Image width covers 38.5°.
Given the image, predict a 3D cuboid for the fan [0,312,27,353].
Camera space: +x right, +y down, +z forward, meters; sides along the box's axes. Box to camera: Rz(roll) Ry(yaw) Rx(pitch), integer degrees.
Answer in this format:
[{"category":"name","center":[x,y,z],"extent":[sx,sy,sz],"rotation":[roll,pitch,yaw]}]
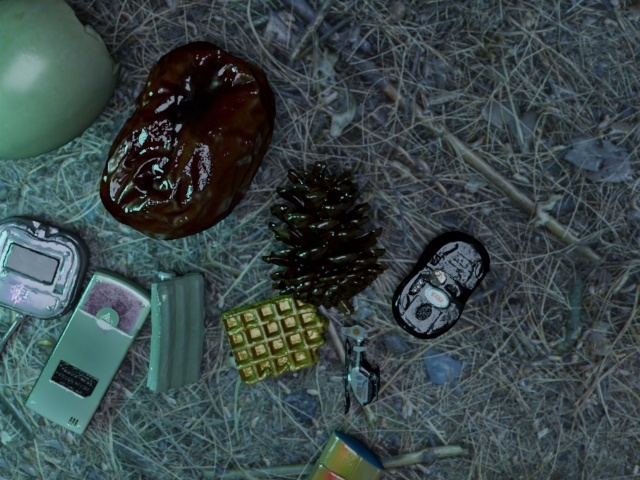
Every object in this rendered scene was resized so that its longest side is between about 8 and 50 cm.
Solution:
[{"category":"fan","center":[-0.704,0.255,1.927],"extent":[0.057,0.023,0.282],"rotation":[37,99,3]}]

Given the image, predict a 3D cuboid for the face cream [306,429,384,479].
[{"category":"face cream","center":[0.025,0.551,1.952],"extent":[0.139,0.067,0.285],"rotation":[26,100,-7]}]

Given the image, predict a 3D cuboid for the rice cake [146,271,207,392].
[{"category":"rice cake","center":[-0.292,0.187,1.872],"extent":[0.043,0.127,0.237],"rotation":[16,108,43]}]

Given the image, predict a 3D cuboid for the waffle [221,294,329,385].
[{"category":"waffle","center":[-0.082,0.198,1.894],"extent":[0.210,0.055,0.161],"rotation":[-15,99,2]}]

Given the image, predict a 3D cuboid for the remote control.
[{"category":"remote control","center":[-0.477,0.229,1.905],"extent":[0.145,0.050,0.344],"rotation":[30,99,-5]}]

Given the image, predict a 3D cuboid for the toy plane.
[{"category":"toy plane","center":[0.083,0.270,1.909],"extent":[0.078,0.053,0.197],"rotation":[0,105,10]}]

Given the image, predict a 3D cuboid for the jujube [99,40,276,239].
[{"category":"jujube","center":[-0.247,-0.180,1.724],"extent":[0.276,0.276,0.377],"rotation":[27,96,-5]}]

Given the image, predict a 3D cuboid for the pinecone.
[{"category":"pinecone","center":[0.000,0.000,1.781],"extent":[0.243,0.244,0.309],"rotation":[-9,85,2]}]

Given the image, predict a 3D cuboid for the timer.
[{"category":"timer","center":[-0.587,0.057,1.866],"extent":[0.208,0.069,0.191],"rotation":[18,98,-2]}]

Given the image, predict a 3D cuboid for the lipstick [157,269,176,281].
[{"category":"lipstick","center":[-0.319,0.133,1.891],"extent":[0.040,0.040,0.141],"rotation":[5,101,-1]}]

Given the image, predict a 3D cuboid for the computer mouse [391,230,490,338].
[{"category":"computer mouse","center":[0.241,0.089,1.852],"extent":[0.137,0.096,0.233],"rotation":[39,94,-11]}]

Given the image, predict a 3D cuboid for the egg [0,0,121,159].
[{"category":"egg","center":[-0.548,-0.295,1.691],"extent":[0.336,0.278,0.278],"rotation":[-36,98,1]}]
